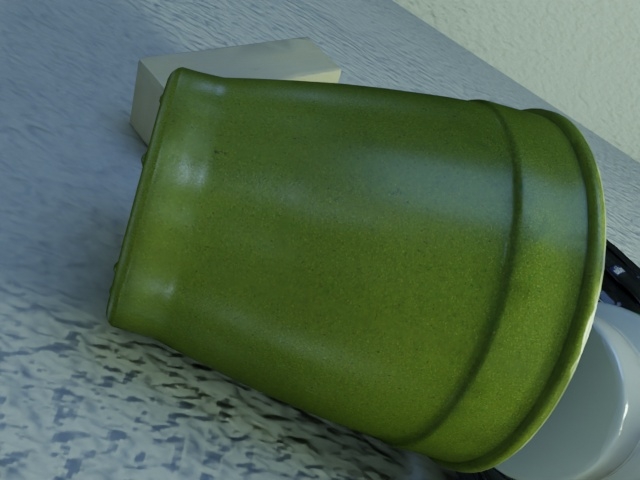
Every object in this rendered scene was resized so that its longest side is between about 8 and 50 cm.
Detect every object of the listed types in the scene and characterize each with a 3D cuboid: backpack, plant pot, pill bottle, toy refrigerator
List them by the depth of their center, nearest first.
[{"bbox_3d":[0.000,0.000,0.653,0.353,0.366,0.366,16,36,-14],"label":"plant pot"},{"bbox_3d":[0.324,0.179,0.757,0.361,0.204,0.204,18,36,-42],"label":"pill bottle"},{"bbox_3d":[-0.111,-0.198,0.925,0.270,0.102,0.094,-21,59,-37],"label":"toy refrigerator"},{"bbox_3d":[0.385,0.072,1.064,0.225,0.191,0.253,-6,52,-50],"label":"backpack"}]

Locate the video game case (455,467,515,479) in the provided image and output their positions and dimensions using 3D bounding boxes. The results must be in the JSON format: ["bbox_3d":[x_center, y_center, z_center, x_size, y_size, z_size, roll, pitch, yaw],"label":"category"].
[{"bbox_3d":[0.263,0.283,0.736,0.274,0.026,0.196,26,11,-12],"label":"video game case"}]
